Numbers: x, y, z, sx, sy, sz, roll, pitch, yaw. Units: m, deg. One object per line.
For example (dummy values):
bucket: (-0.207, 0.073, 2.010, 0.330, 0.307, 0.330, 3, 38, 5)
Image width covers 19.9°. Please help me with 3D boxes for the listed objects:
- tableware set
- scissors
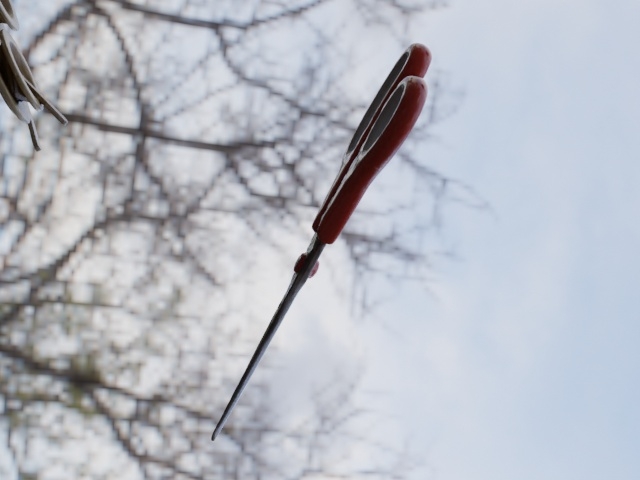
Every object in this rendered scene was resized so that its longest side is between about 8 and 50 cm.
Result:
tableware set: (-0.269, -0.180, 1.573, 0.128, 0.039, 0.194, 63, 3, -51)
scissors: (0.000, 0.000, 1.249, 0.297, 0.021, 0.109, -61, -168, 16)
